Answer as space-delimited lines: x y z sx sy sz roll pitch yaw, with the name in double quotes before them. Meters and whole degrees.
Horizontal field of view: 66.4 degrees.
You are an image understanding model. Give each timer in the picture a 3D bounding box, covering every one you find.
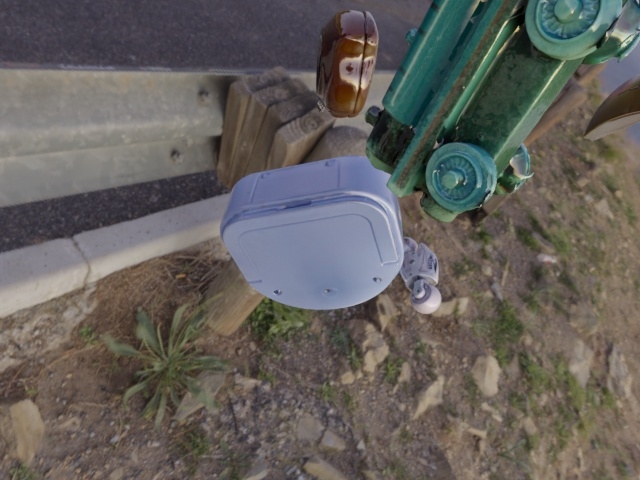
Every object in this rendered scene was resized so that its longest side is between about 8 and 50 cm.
"timer" 0.000 0.000 1.088 0.395 0.395 0.173 24 42 -20

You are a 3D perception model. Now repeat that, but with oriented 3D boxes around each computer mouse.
"computer mouse" 0.793 -0.352 1.253 0.072 0.310 0.158 37 81 -5

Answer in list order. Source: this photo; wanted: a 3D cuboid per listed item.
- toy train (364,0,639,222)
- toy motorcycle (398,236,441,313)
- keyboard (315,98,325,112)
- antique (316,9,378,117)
"toy train" 0.152 -0.165 0.476 0.194 0.298 0.120 44 38 22
"toy motorcycle" 0.246 0.074 1.224 0.113 0.112 0.254 21 31 -23
"keyboard" 0.045 -0.509 1.602 0.018 0.195 0.060 29 -8 24
"antique" 0.059 -0.415 1.168 0.129 0.278 0.223 2 72 -5
